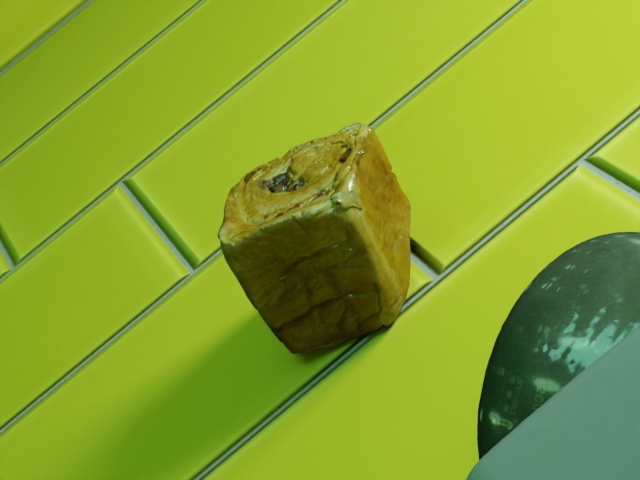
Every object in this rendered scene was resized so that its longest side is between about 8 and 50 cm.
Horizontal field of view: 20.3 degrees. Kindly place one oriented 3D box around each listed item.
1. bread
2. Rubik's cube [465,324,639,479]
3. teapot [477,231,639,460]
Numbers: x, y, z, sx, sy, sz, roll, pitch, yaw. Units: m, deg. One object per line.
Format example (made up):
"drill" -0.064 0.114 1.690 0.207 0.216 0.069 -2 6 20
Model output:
"bread" 0.000 0.000 1.619 0.149 0.143 0.158 -18 33 23
"Rubik's cube" 0.300 0.193 0.732 0.352 0.347 0.351 -34 27 7
"teapot" 0.237 0.147 1.038 0.285 0.223 0.305 11 51 47
